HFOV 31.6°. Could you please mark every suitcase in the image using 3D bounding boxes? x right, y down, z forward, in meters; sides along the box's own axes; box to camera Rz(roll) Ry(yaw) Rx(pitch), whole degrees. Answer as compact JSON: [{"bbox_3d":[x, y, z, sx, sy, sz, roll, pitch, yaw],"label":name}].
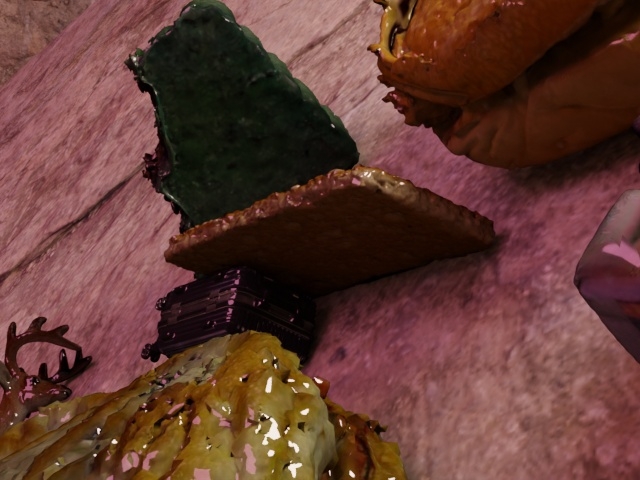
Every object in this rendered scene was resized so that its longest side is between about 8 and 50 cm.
[{"bbox_3d":[-0.067,0.067,0.854,0.126,0.086,0.059,-19,53,48],"label":"suitcase"}]

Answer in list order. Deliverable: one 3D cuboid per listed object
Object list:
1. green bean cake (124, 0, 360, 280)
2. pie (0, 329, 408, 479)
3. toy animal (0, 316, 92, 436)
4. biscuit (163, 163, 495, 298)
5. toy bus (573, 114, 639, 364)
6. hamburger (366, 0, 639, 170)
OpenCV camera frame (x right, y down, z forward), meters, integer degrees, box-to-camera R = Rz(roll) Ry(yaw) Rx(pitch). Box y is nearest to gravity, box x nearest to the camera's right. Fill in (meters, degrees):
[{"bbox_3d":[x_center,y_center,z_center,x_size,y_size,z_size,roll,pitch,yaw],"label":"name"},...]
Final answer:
[{"bbox_3d":[-0.097,-0.090,0.992,0.193,0.208,0.107,-41,22,13],"label":"green bean cake"},{"bbox_3d":[-0.156,0.222,0.628,0.418,0.180,0.395,-21,34,34],"label":"pie"},{"bbox_3d":[-0.337,0.214,1.090,0.243,0.087,0.260,-36,30,22],"label":"toy animal"},{"bbox_3d":[0.000,0.000,0.790,0.231,0.131,0.025,-18,58,47],"label":"biscuit"},{"bbox_3d":[0.247,-0.072,0.510,0.138,0.112,0.317,7,60,56],"label":"toy bus"},{"bbox_3d":[0.175,-0.195,0.744,0.318,0.158,0.318,-38,27,23],"label":"hamburger"}]
